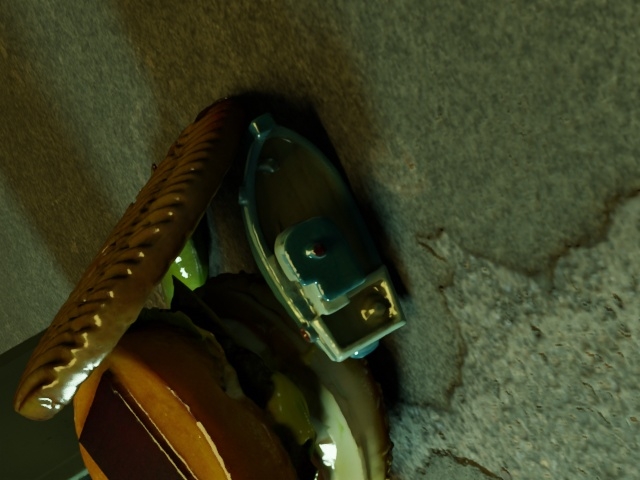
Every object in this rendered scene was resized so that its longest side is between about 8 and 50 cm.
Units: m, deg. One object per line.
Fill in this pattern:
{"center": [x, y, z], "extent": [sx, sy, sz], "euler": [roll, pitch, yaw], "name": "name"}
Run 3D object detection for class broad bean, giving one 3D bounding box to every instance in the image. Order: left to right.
{"center": [-0.143, 0.053, 1.202], "extent": [0.075, 0.067, 0.325], "euler": [-106, 5, -52], "name": "broad bean"}

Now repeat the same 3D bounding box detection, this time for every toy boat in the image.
{"center": [0.000, 0.000, 0.872], "extent": [0.215, 0.088, 0.102], "euler": [63, 165, -8], "name": "toy boat"}

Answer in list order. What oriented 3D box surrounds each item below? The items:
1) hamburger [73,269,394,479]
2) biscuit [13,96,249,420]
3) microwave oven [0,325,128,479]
{"center": [-0.075, 0.166, 1.020], "extent": [0.291, 0.225, 0.291], "euler": [30, 135, 35], "name": "hamburger"}
{"center": [-0.161, 0.013, 0.941], "extent": [0.040, 0.318, 0.318], "euler": [34, 155, -12], "name": "biscuit"}
{"center": [-0.331, 0.286, 1.415], "extent": [0.286, 0.355, 0.218], "euler": [34, 143, 38], "name": "microwave oven"}
